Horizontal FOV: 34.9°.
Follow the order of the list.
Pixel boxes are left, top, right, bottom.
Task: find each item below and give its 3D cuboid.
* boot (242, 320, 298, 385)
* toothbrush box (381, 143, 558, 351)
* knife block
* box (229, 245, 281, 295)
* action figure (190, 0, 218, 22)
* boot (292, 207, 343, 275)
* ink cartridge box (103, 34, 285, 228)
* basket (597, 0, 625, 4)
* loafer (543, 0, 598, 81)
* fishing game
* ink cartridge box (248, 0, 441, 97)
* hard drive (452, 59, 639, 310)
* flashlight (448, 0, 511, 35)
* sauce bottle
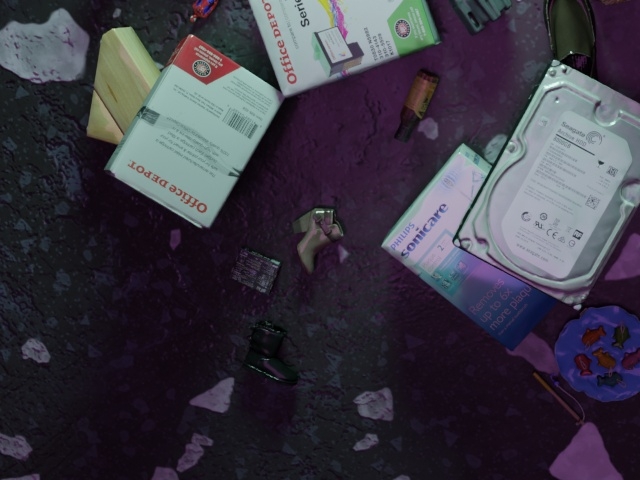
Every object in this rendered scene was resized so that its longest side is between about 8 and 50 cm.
[{"bbox_3d":[-0.088,0.214,1.942,0.121,0.045,0.099,20,104,7],"label":"boot"},{"bbox_3d":[0.289,0.009,1.766,0.295,0.126,0.216,40,107,1],"label":"toothbrush box"},{"bbox_3d":[-0.291,-0.228,1.847,0.242,0.088,0.276,15,106,7],"label":"knife block"},{"bbox_3d":[-0.123,0.058,1.921,0.083,0.018,0.067,23,108,5],"label":"box"},{"bbox_3d":[-0.196,-0.434,1.807,0.038,0.030,0.115,39,110,-5],"label":"action figure"},{"bbox_3d":[0.000,0.000,1.869,0.087,0.042,0.118,-14,101,13],"label":"boot"},{"bbox_3d":[-0.219,-0.182,1.753,0.197,0.114,0.273,32,83,-17],"label":"ink cartridge box"},{"bbox_3d":[0.475,-0.527,1.540,0.213,0.223,0.299,-18,99,16],"label":"basket"},{"bbox_3d":[0.422,-0.321,1.678,0.080,0.078,0.220,-14,101,15],"label":"loafer"},{"bbox_3d":[0.514,0.204,1.815,0.264,0.041,0.189,-39,96,18],"label":"fishing game"},{"bbox_3d":[0.039,-0.381,1.723,0.278,0.117,0.201,-17,100,16],"label":"ink cartridge box"},{"bbox_3d":[0.394,-0.088,1.641,0.236,0.064,0.339,29,95,1],"label":"hard drive"},{"bbox_3d":[0.205,-0.493,1.663,0.103,0.103,0.304,-32,105,23],"label":"flashlight"},{"bbox_3d":[0.165,-0.233,1.775,0.042,0.042,0.128,24,110,5],"label":"sauce bottle"}]
